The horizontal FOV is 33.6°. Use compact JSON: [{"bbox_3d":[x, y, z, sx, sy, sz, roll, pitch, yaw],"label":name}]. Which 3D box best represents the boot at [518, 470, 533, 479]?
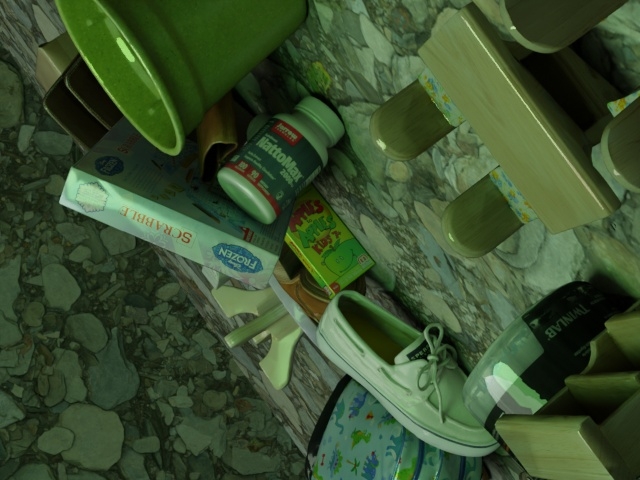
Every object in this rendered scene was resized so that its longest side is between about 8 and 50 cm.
[{"bbox_3d":[0.378,0.432,1.774,0.118,0.042,0.087,55,161,-7],"label":"boot"}]

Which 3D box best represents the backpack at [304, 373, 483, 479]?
[{"bbox_3d":[0.135,0.398,1.961,0.356,0.290,0.273,24,178,42],"label":"backpack"}]

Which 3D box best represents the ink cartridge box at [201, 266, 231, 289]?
[{"bbox_3d":[-0.131,-0.002,2.004,0.066,0.189,0.232,52,163,1],"label":"ink cartridge box"}]

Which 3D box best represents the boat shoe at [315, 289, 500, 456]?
[{"bbox_3d":[0.161,0.200,1.740,0.367,0.136,0.156,38,142,16],"label":"boat shoe"}]

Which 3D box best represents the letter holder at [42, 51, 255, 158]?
[{"bbox_3d":[-0.299,-0.216,1.832,0.302,0.214,0.152,40,168,-21],"label":"letter holder"}]

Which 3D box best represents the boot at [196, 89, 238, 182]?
[{"bbox_3d":[-0.170,-0.226,1.620,0.264,0.096,0.280,146,120,-63],"label":"boot"}]

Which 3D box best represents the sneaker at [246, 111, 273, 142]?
[{"bbox_3d":[-0.065,-0.120,1.802,0.094,0.080,0.212,28,154,25],"label":"sneaker"}]

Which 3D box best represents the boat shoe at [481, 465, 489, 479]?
[{"bbox_3d":[0.193,0.423,2.133,0.341,0.110,0.121,24,147,59],"label":"boat shoe"}]

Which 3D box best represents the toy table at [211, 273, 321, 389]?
[{"bbox_3d":[-0.093,0.166,2.193,0.274,0.161,0.252,57,-170,21],"label":"toy table"}]

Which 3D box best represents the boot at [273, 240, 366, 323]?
[{"bbox_3d":[0.024,0.112,1.982,0.283,0.109,0.220,16,149,47],"label":"boot"}]

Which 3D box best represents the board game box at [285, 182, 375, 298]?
[{"bbox_3d":[0.000,0.000,1.821,0.181,0.092,0.043,52,164,4],"label":"board game box"}]

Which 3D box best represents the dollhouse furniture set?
[{"bbox_3d":[0.202,-0.015,0.953,0.394,0.256,0.362,53,163,-1],"label":"dollhouse furniture set"}]

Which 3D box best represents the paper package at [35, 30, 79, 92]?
[{"bbox_3d":[-0.467,-0.306,2.336,0.324,0.168,0.309,54,163,-7],"label":"paper package"}]

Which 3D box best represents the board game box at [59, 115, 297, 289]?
[{"bbox_3d":[-0.201,-0.070,1.628,0.318,0.065,0.318,24,-160,-4],"label":"board game box"}]

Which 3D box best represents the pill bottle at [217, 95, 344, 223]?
[{"bbox_3d":[-0.053,-0.122,1.540,0.108,0.180,0.108,39,165,13],"label":"pill bottle"}]

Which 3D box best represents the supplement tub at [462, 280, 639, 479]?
[{"bbox_3d":[0.337,0.224,1.163,0.338,0.207,0.207,47,163,23],"label":"supplement tub"}]

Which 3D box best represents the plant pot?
[{"bbox_3d":[-0.168,-0.295,1.390,0.276,0.254,0.276,47,164,19],"label":"plant pot"}]
